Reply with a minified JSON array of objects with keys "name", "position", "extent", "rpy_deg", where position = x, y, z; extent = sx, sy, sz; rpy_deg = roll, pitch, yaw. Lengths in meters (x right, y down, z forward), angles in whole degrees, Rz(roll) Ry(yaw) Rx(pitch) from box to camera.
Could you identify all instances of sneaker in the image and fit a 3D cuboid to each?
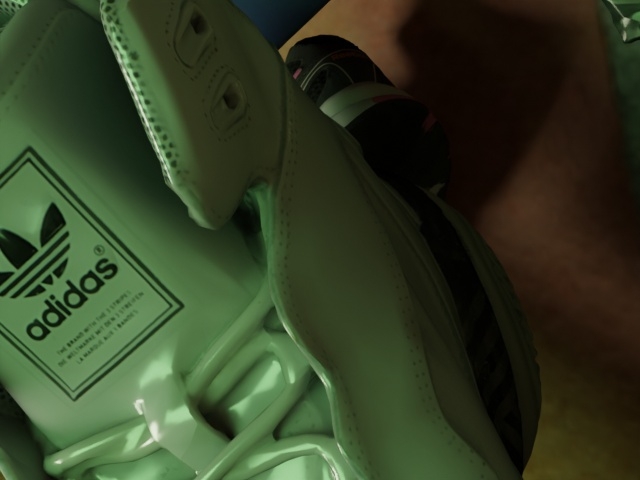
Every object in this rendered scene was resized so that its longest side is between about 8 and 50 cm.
[{"name":"sneaker","position":[0.000,0.000,0.629],"extent":[0.077,0.072,0.178],"rpy_deg":[-116,36,-42]},{"name":"sneaker","position":[-0.017,0.072,0.379],"extent":[0.137,0.210,0.365],"rpy_deg":[-37,38,16]}]

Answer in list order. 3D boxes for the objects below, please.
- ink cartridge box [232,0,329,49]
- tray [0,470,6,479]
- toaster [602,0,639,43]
[{"name":"ink cartridge box","position":[-0.025,-0.227,0.416],"extent":[0.270,0.151,0.395],"rpy_deg":[36,136,-15]},{"name":"tray","position":[-0.163,0.096,0.721],"extent":[0.411,0.076,0.202],"rpy_deg":[59,141,43]},{"name":"toaster","position":[0.162,0.013,0.368],"extent":[0.110,0.186,0.168],"rpy_deg":[10,110,48]}]
